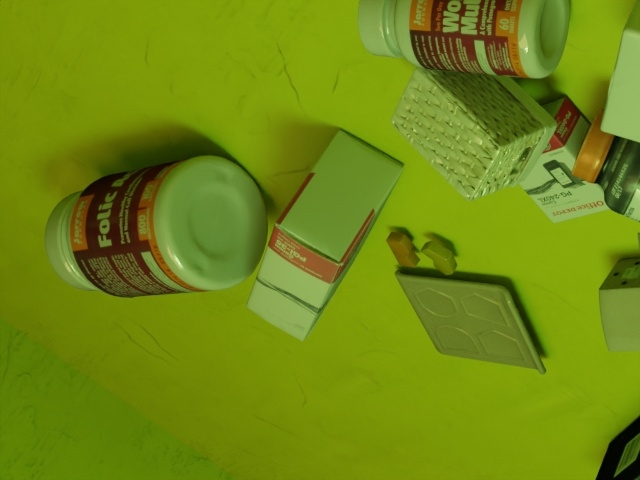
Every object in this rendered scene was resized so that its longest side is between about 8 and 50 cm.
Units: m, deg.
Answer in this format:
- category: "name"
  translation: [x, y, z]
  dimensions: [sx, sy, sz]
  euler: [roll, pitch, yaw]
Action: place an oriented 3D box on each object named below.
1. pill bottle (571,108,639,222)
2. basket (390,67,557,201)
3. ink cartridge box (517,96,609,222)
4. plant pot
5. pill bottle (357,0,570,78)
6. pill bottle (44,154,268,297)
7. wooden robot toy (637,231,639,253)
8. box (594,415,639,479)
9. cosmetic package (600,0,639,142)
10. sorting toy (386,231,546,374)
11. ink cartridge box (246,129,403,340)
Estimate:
- category: "pill bottle"
  translation: [0.423, -0.071, 1.315]
  dimensions: [0.246, 0.130, 0.130]
  euler: [24, 149, 12]
- category: "basket"
  translation: [0.183, -0.144, 1.375]
  dimensions: [0.167, 0.103, 0.113]
  euler: [47, 140, 20]
- category: "ink cartridge box"
  translation: [0.307, -0.100, 1.441]
  dimensions: [0.150, 0.063, 0.109]
  euler: [45, 147, -21]
- category: "plant pot"
  translation: [0.447, 0.082, 1.554]
  dimensions: [0.109, 0.109, 0.096]
  euler: [-8, 120, 47]
- category: "pill bottle"
  translation: [0.162, -0.254, 1.287]
  dimensions: [0.221, 0.121, 0.121]
  euler: [11, 144, 31]
- category: "pill bottle"
  translation: [-0.296, -0.015, 1.943]
  dimensions: [0.392, 0.224, 0.224]
  euler: [-7, 133, 46]
- category: "wooden robot toy"
  translation: [0.502, 0.026, 1.477]
  dimensions: [0.173, 0.076, 0.079]
  euler: [19, -177, 19]
- category: "box"
  translation: [0.633, 0.411, 1.790]
  dimensions: [0.313, 0.179, 0.343]
  euler: [29, 150, 6]
- category: "cosmetic package"
  translation: [0.404, -0.184, 1.144]
  dimensions: [0.184, 0.151, 0.151]
  euler: [21, 148, 17]
- category: "sorting toy"
  translation: [0.232, 0.097, 1.829]
  dimensions: [0.229, 0.041, 0.307]
  euler: [10, 144, 39]
- category: "ink cartridge box"
  translation: [0.000, 0.000, 1.717]
  dimensions: [0.117, 0.207, 0.283]
  euler: [31, 150, 3]
